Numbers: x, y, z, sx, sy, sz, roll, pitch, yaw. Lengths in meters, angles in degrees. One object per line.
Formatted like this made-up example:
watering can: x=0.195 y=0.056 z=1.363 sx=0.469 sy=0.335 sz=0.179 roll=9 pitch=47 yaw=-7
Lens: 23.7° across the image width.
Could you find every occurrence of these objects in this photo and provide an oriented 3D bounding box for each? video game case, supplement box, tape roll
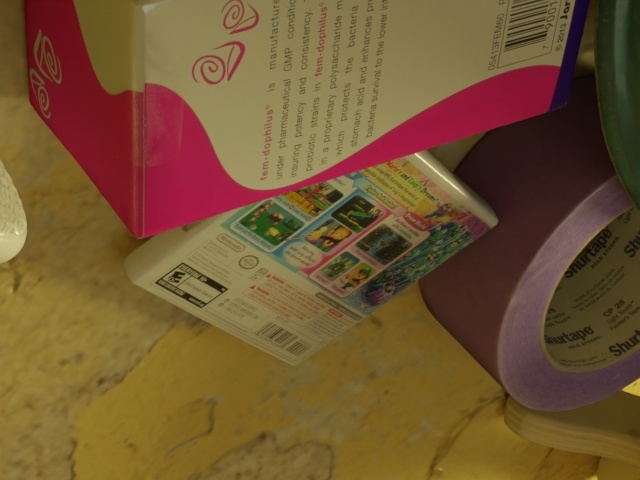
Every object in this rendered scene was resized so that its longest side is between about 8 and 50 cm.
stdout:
video game case: x=0.000 y=0.000 z=0.774 sx=0.143 sy=0.019 sz=0.157 roll=-36 pitch=146 yaw=14
supplement box: x=-0.004 y=-0.101 z=0.644 sx=0.220 sy=0.114 sz=0.111 roll=-19 pitch=135 yaw=-28
tape roll: x=0.156 y=0.003 z=0.892 sx=0.189 sy=0.080 sz=0.189 roll=-21 pitch=135 yaw=-23

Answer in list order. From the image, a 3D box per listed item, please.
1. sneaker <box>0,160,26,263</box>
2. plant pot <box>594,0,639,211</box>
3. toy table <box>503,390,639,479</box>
sneaker: x=-0.229 y=-0.020 z=0.568 sx=0.126 sy=0.091 sz=0.240 roll=-37 pitch=144 yaw=22
plant pot: x=0.367 y=-0.103 z=0.711 sx=0.341 sy=0.334 sz=0.341 roll=-20 pitch=122 yaw=-36
toy table: x=0.267 y=0.126 z=1.028 sx=0.252 sy=0.161 sz=0.274 roll=-6 pitch=127 yaw=-35
